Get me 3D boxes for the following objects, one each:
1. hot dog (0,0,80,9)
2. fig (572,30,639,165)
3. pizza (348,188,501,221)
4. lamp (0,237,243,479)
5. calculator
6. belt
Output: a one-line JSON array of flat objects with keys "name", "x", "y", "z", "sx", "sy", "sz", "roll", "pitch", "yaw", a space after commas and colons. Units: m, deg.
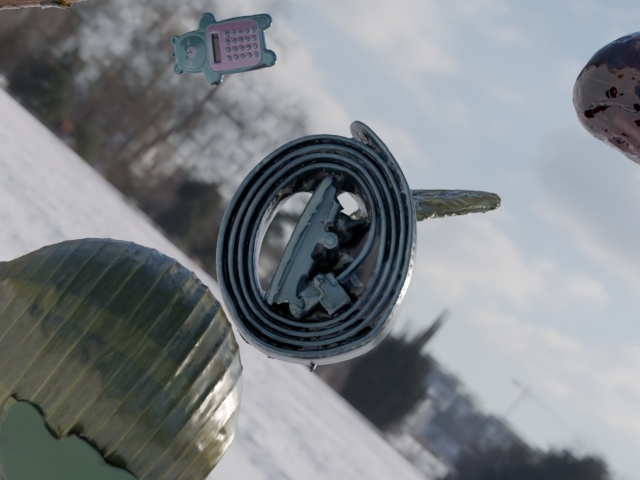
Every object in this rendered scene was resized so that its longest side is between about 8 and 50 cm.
[{"name": "hot dog", "x": -0.278, "y": -0.311, "z": 1.909, "sx": 0.109, "sy": 0.270, "sz": 0.072, "roll": -85, "pitch": 171, "yaw": -59}, {"name": "fig", "x": 0.481, "y": -0.233, "z": 2.331, "sx": 0.204, "sy": 0.249, "sz": 0.186, "roll": 29, "pitch": -11, "yaw": 13}, {"name": "pizza", "x": 0.125, "y": -0.052, "z": 2.336, "sx": 0.181, "sy": 0.034, "sz": 0.262, "roll": 5, "pitch": 10, "yaw": 37}, {"name": "lamp", "x": -0.200, "y": 0.101, "z": 1.306, "sx": 0.284, "sy": 0.250, "sz": 0.250, "roll": 41, "pitch": -5, "yaw": -7}, {"name": "calculator", "x": -0.125, "y": -0.247, "z": 2.111, "sx": 0.019, "sy": 0.141, "sz": 0.094, "roll": -11, "pitch": 94, "yaw": -73}, {"name": "belt", "x": 0.000, "y": 0.000, "z": 1.731, "sx": 0.207, "sy": 0.267, "sz": 0.116, "roll": 13, "pitch": -11, "yaw": 4}]
